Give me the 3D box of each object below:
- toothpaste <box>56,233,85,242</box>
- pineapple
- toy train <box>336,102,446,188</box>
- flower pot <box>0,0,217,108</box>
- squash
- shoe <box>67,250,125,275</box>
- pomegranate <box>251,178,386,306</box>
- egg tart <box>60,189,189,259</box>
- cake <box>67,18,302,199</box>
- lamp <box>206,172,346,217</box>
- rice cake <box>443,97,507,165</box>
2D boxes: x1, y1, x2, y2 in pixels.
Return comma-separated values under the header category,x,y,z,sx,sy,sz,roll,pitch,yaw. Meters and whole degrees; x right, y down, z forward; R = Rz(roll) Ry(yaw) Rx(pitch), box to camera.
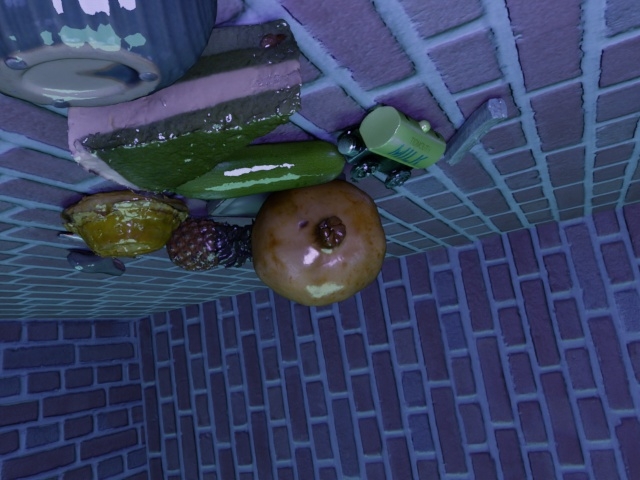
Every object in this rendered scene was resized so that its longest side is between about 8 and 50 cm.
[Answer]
category,x,y,z,sx,sy,sz,roll,pitch,yaw
toothpaste,-0.603,-0.004,1.444,0.190,0.031,0.048,5,165,-38
pineapple,-0.237,-0.001,1.379,0.309,0.141,0.170,-3,-146,23
toy train,0.142,-0.182,1.026,0.157,0.105,0.253,-32,159,29
flower pot,-0.214,-0.210,0.475,0.242,0.157,0.189,-6,169,-3
squash,-0.135,-0.134,1.020,0.378,0.102,0.101,-7,168,-7
shoe,-0.661,0.055,1.618,0.078,0.079,0.195,-48,148,9
pomegranate,-0.010,-0.001,1.140,0.307,0.308,0.307,-9,168,-2
egg tart,-0.446,-0.028,1.244,0.294,0.116,0.295,-7,166,-2
cake,-0.176,-0.178,0.652,0.283,0.158,0.172,-19,163,34
lamp,-0.109,-0.107,1.285,0.266,0.047,0.269,-2,166,-32
rice cake,0.305,-0.215,1.089,0.042,0.045,0.245,-10,168,-10
